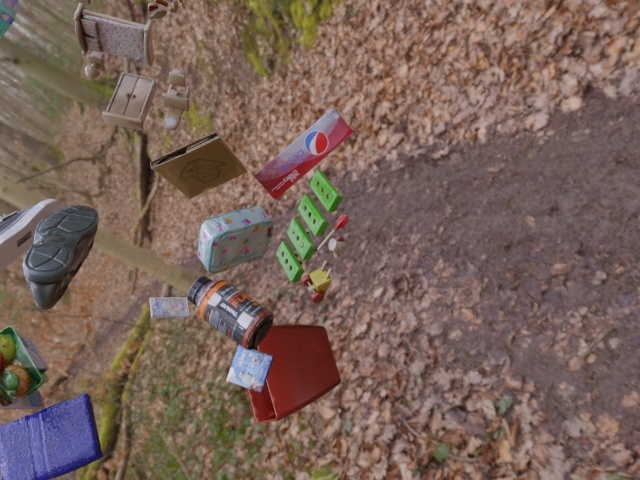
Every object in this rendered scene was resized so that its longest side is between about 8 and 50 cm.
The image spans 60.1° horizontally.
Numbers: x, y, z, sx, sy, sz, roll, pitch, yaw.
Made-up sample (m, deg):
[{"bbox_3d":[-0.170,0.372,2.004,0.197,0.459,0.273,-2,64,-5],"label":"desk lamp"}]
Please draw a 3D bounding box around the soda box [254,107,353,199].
[{"bbox_3d":[-0.044,-0.218,1.407,0.263,0.083,0.092,-41,8,0],"label":"soda box"}]

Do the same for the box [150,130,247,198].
[{"bbox_3d":[-0.275,-0.168,1.279,0.164,0.201,0.021,-25,73,3],"label":"box"}]

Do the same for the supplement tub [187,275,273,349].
[{"bbox_3d":[-0.213,0.161,1.285,0.106,0.197,0.106,-52,-18,-25],"label":"supplement tub"}]

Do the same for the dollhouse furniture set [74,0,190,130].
[{"bbox_3d":[-0.529,-0.488,1.541,0.356,0.303,0.174,112,168,-61],"label":"dollhouse furniture set"}]

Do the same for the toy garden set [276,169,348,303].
[{"bbox_3d":[0.000,0.000,1.249,0.244,0.049,0.204,-62,40,26],"label":"toy garden set"}]

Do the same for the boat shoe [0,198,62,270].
[{"bbox_3d":[-0.796,-0.029,1.440,0.301,0.102,0.108,-68,-5,-54],"label":"boat shoe"}]

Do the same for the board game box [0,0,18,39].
[{"bbox_3d":[-0.881,-0.579,1.489,0.160,0.047,0.210,-46,41,12],"label":"board game box"}]

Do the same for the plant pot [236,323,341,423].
[{"bbox_3d":[-0.092,0.390,1.698,0.267,0.235,0.267,133,122,-63],"label":"plant pot"}]

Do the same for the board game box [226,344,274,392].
[{"bbox_3d":[-0.168,0.306,1.324,0.020,0.090,0.090,67,-140,-77],"label":"board game box"}]

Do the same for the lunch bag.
[{"bbox_3d":[-0.307,0.001,2.034,0.108,0.279,0.224,48,139,31],"label":"lunch bag"}]

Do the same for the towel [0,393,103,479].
[{"bbox_3d":[-0.859,0.646,1.755,0.308,0.076,0.228,-21,63,-8],"label":"towel"}]

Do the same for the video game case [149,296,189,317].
[{"bbox_3d":[-0.501,0.222,1.833,0.087,0.122,0.011,-115,35,-47],"label":"video game case"}]

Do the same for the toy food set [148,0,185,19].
[{"bbox_3d":[-0.509,-0.769,1.804,0.078,0.122,0.019,81,171,-64],"label":"toy food set"}]

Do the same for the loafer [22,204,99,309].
[{"bbox_3d":[-0.467,0.021,0.994,0.267,0.096,0.084,-103,24,-62],"label":"loafer"}]

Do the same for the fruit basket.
[{"bbox_3d":[-1.023,0.392,1.759,0.165,0.327,0.353,-34,-15,-14],"label":"fruit basket"}]
